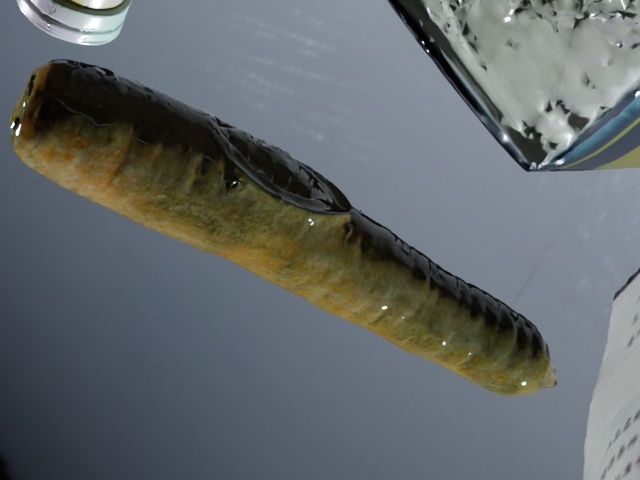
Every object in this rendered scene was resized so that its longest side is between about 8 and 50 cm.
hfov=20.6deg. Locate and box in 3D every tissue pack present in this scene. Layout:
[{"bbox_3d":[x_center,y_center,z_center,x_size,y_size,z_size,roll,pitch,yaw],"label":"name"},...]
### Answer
[{"bbox_3d":[0.270,-0.218,1.557,0.253,0.416,0.264,-44,71,27],"label":"tissue pack"}]

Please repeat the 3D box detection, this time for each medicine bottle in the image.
[{"bbox_3d":[-0.125,-0.229,1.099,0.074,0.074,0.218,34,125,9],"label":"medicine bottle"}]

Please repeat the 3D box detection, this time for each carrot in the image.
[{"bbox_3d":[0.000,0.001,0.896,0.342,0.070,0.070,28,116,-24],"label":"carrot"}]

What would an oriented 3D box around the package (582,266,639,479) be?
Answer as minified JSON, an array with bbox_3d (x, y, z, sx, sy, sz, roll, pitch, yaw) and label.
[{"bbox_3d":[0.172,0.017,0.652,0.062,0.204,0.251,38,131,-11],"label":"package"}]
